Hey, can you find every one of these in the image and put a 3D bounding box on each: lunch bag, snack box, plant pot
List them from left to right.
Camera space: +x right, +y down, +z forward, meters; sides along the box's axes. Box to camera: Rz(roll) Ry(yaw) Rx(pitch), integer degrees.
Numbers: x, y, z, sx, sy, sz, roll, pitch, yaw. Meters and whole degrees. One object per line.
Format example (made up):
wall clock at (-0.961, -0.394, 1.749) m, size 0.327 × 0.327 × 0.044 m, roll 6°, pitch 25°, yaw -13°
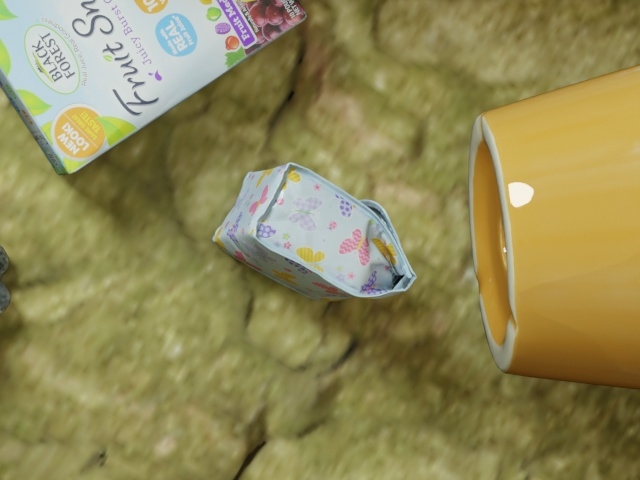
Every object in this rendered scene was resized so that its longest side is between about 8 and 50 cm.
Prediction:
snack box at (-0.090, -0.110, 0.775) m, size 0.141 × 0.037 × 0.100 m, roll -35°, pitch 101°, yaw -15°
lunch bag at (0.000, 0.000, 0.793) m, size 0.083 × 0.071 × 0.053 m, roll 32°, pitch 78°, yaw -15°
plant pot at (0.174, -0.006, 0.798) m, size 0.187 × 0.205 × 0.205 m, roll -6°, pitch 94°, yaw -2°

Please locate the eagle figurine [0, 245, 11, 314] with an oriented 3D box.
eagle figurine at (-0.270, 0.039, 0.645) m, size 0.298 × 0.225 × 0.226 m, roll -13°, pitch 77°, yaw -7°
